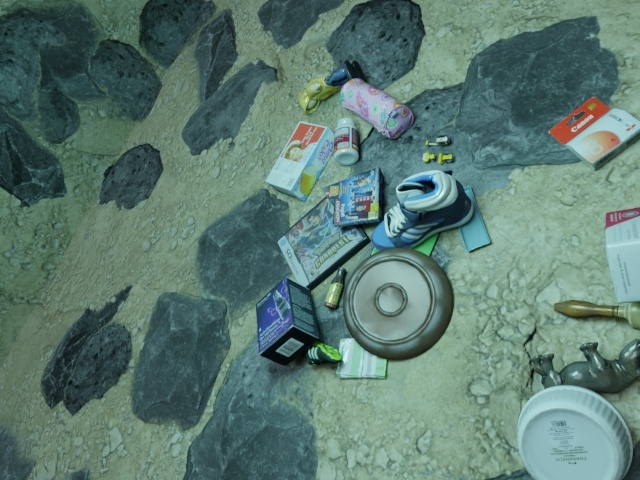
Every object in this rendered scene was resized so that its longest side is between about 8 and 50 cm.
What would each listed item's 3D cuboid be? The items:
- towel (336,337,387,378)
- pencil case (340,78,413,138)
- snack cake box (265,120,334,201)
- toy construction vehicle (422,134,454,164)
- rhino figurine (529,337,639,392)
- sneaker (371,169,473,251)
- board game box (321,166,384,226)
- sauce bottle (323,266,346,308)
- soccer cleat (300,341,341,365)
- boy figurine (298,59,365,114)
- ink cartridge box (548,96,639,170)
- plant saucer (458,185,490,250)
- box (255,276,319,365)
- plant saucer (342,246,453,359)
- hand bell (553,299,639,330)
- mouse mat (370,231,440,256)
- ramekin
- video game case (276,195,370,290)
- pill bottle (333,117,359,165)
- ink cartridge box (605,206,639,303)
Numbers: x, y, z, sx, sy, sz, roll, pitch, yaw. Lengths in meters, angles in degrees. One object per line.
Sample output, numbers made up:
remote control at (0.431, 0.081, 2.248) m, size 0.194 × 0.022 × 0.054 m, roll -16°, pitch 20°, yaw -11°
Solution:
towel at (0.116, 0.324, 1.378) m, size 0.152 × 0.023 × 0.113 m, roll -9°, pitch 63°, yaw 33°
pencil case at (0.181, -0.443, 1.668) m, size 0.124 × 0.124 × 0.284 m, roll -48°, pitch 50°, yaw 6°
snack cake box at (-0.066, -0.288, 1.794) m, size 0.152 × 0.089 × 0.264 m, roll 24°, pitch 83°, yaw 44°
toy construction vehicle at (0.360, -0.269, 1.504) m, size 0.098 × 0.035 × 0.085 m, roll -2°, pitch 77°, yaw 39°
rhino figurine at (0.571, 0.265, 1.028) m, size 0.243 × 0.073 × 0.106 m, roll -23°, pitch 74°, yaw 26°
sneaker at (0.229, -0.086, 1.349) m, size 0.323 × 0.236 × 0.130 m, roll -23°, pitch 56°, yaw 31°
board game box at (0.098, -0.124, 1.568) m, size 0.194 × 0.060 × 0.194 m, roll -7°, pitch 57°, yaw 22°
sauce bottle at (0.047, 0.143, 1.512) m, size 0.042 × 0.042 × 0.128 m, roll 6°, pitch 73°, yaw 39°
soccer cleat at (0.000, 0.331, 1.433) m, size 0.179 × 0.060 × 0.072 m, roll 12°, pitch 90°, yaw 56°
boy figurine at (0.017, -0.561, 1.840) m, size 0.285 × 0.177 × 0.092 m, roll -23°, pitch 91°, yaw 37°
ink cartridge box at (0.687, -0.281, 1.252) m, size 0.145 × 0.045 × 0.179 m, roll -39°, pitch 52°, yaw 13°
plant saucer at (0.407, -0.060, 1.364) m, size 0.067 × 0.018 × 0.191 m, roll -25°, pitch 53°, yaw 25°
box at (-0.103, 0.240, 1.490) m, size 0.153 × 0.108 × 0.207 m, roll -44°, pitch 34°, yaw 21°
plant saucer at (0.196, 0.163, 1.343) m, size 0.311 × 0.050 × 0.310 m, roll -7°, pitch 72°, yaw 23°
hand bell at (0.618, 0.152, 1.054) m, size 0.242 × 0.126 × 0.126 m, roll -4°, pitch 64°, yaw 49°
mouse mat at (0.246, 0.009, 1.457) m, size 0.190 × 0.007 × 0.152 m, roll 19°, pitch 80°, yaw 40°
ramekin at (0.483, 0.394, 0.963) m, size 0.207 × 0.109 × 0.207 m, roll -2°, pitch 85°, yaw 32°
video game case at (0.000, 0.000, 1.628) m, size 0.275 × 0.035 × 0.248 m, roll -41°, pitch 49°, yaw 13°
pill bottle at (0.089, -0.341, 1.707) m, size 0.086 × 0.086 × 0.151 m, roll -16°, pitch 58°, yaw 31°
ink cartridge box at (0.721, 0.004, 0.943) m, size 0.306 × 0.226 × 0.131 m, roll -13°, pitch 102°, yaw 32°
